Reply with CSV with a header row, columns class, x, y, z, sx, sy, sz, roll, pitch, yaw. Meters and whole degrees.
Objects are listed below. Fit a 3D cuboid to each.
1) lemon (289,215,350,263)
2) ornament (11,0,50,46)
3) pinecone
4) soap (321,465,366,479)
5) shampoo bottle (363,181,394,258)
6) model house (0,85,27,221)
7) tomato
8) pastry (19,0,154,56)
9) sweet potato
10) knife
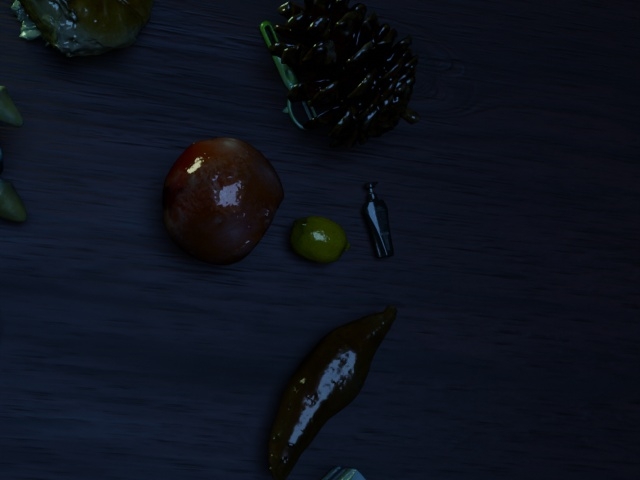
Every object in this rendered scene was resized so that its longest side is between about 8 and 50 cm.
class,x,y,z,sx,sy,sz,roll,pitch,yaw
lemon,0.000,0.000,1.951,0.111,0.082,0.082,20,76,-13
ornament,-0.481,-0.368,1.898,0.092,0.041,0.068,24,81,-21
pinecone,0.039,-0.294,1.934,0.309,0.244,0.244,45,72,3
soap,-0.009,0.477,1.836,0.230,0.145,0.091,-42,94,-17
shampoo bottle,0.102,-0.037,2.015,0.048,0.027,0.137,-10,84,-30
model house,-0.585,-0.142,1.757,0.325,0.194,0.267,40,73,-10
tomato,-0.167,-0.068,1.851,0.184,0.208,0.208,32,74,-7
pastry,-0.385,-0.434,1.874,0.236,0.121,0.257,-35,97,-33
sweet potato,0.008,0.240,1.902,0.112,0.112,0.359,43,76,-5
knife,-0.066,-0.293,2.017,0.054,0.015,0.212,-23,88,-10
